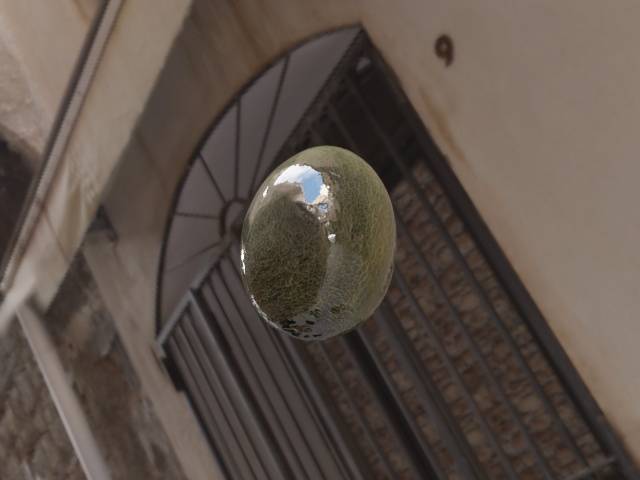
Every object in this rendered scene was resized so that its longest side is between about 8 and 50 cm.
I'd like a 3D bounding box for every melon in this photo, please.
[{"bbox_3d":[0.000,0.000,0.576,0.098,0.131,0.098,10,-31,6],"label":"melon"}]
